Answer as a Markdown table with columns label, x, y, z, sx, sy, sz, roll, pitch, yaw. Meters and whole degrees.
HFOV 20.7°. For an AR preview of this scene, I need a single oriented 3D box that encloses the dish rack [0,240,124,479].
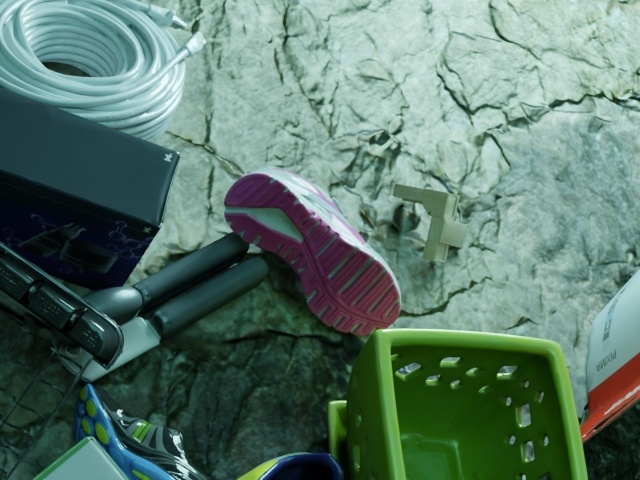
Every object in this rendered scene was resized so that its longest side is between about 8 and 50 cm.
| label | x | y | z | sx | sy | sz | roll | pitch | yaw |
| --- | --- | --- | --- | --- | --- | --- | --- | --- | --- |
| dish rack | -0.352 | 0.144 | 1.750 | 0.208 | 0.074 | 0.271 | 35 | 84 | 2 |

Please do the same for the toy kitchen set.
| label | x | y | z | sx | sy | sz | roll | pitch | yaw |
| --- | --- | --- | --- | --- | --- | --- | --- | --- | --- |
| toy kitchen set | 0.130 | -0.019 | 2.120 | 0.068 | 0.075 | 0.083 | 12 | 90 | -61 |

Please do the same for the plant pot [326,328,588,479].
| label | x | y | z | sx | sy | sz | roll | pitch | yaw |
| --- | --- | --- | --- | --- | --- | --- | --- | --- | --- |
| plant pot | 0.131 | 0.240 | 1.862 | 0.227 | 0.207 | 0.228 | 6 | 60 | -22 |

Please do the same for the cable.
| label | x | y | z | sx | sy | sz | roll | pitch | yaw |
| --- | --- | --- | --- | --- | --- | --- | --- | --- | --- |
| cable | -0.280 | -0.194 | 1.959 | 0.257 | 0.089 | 0.257 | 22 | 39 | 0 |

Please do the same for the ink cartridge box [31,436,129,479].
| label | x | y | z | sx | sy | sz | roll | pitch | yaw |
| --- | --- | --- | --- | --- | --- | --- | --- | --- | --- |
| ink cartridge box | -0.274 | 0.289 | 1.652 | 0.087 | 0.208 | 0.153 | 49 | 56 | 3 |

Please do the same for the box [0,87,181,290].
| label | x | y | z | sx | sy | sz | roll | pitch | yaw |
| --- | --- | --- | --- | --- | --- | --- | --- | --- | --- |
| box | -0.303 | -0.057 | 1.846 | 0.261 | 0.184 | 0.103 | 20 | 56 | -13 |

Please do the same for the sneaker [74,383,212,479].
| label | x | y | z | sx | sy | sz | roll | pitch | yaw |
| --- | --- | --- | --- | --- | --- | --- | --- | --- | --- |
| sneaker | -0.185 | 0.216 | 1.803 | 0.188 | 0.067 | 0.078 | 38 | 33 | 28 |

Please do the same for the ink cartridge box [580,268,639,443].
| label | x | y | z | sx | sy | sz | roll | pitch | yaw |
| --- | --- | --- | --- | --- | --- | --- | --- | --- | --- |
| ink cartridge box | 0.382 | 0.085 | 2.001 | 0.091 | 0.308 | 0.385 | 46 | 56 | 5 |

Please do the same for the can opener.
| label | x | y | z | sx | sy | sz | roll | pitch | yaw |
| --- | --- | --- | --- | --- | --- | --- | --- | --- | --- |
| can opener | -0.169 | 0.066 | 1.901 | 0.280 | 0.093 | 0.074 | -27 | 75 | -38 |

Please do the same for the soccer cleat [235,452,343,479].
| label | x | y | z | sx | sy | sz | roll | pitch | yaw |
| --- | --- | --- | --- | --- | --- | --- | --- | --- | --- |
| soccer cleat | -0.100 | 0.290 | 1.782 | 0.289 | 0.121 | 0.093 | -24 | 75 | -32 |

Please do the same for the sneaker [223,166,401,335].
| label | x | y | z | sx | sy | sz | roll | pitch | yaw |
| --- | --- | --- | --- | --- | --- | --- | --- | --- | --- |
| sneaker | 0.000 | 0.000 | 1.999 | 0.252 | 0.103 | 0.111 | 47 | 18 | -16 |
